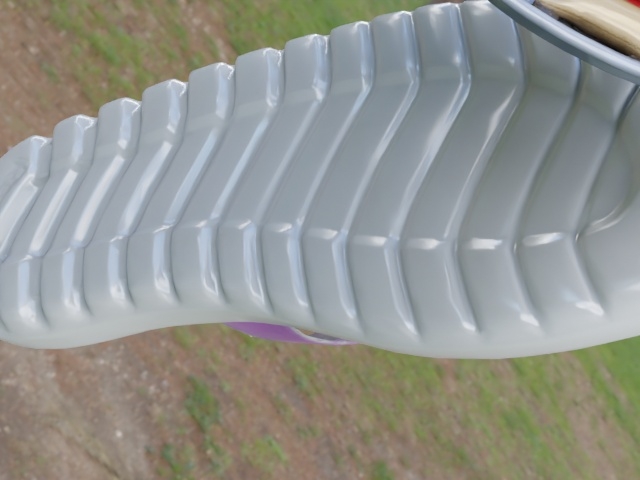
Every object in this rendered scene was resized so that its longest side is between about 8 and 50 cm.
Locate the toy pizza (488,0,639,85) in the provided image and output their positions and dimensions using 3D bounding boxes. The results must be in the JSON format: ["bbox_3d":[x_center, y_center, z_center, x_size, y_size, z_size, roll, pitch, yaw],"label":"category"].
[{"bbox_3d":[0.107,-0.124,0.354,0.201,0.032,0.201,11,52,-15],"label":"toy pizza"}]

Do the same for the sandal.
[{"bbox_3d":[0.004,-0.014,0.525,0.102,0.416,0.169,45,51,-50],"label":"sandal"}]
